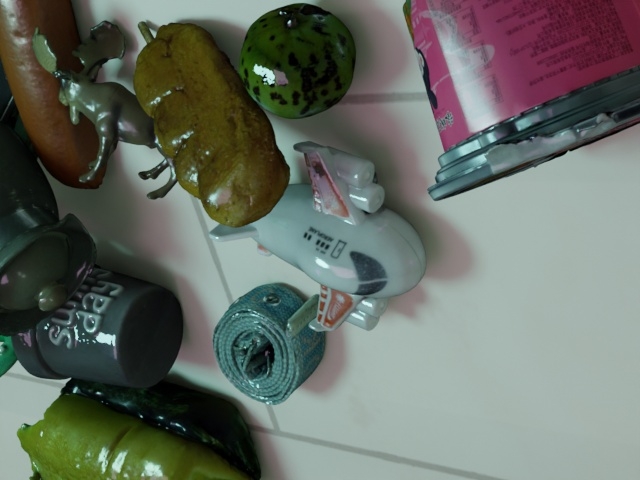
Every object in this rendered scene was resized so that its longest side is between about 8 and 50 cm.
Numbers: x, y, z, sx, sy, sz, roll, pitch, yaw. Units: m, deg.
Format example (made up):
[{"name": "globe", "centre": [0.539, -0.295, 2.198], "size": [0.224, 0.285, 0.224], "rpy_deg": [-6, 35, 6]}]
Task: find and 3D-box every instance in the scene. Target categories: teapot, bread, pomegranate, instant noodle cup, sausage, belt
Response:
[{"name": "teapot", "centre": [-0.451, 0.019, 1.439], "size": [0.285, 0.305, 0.223], "rpy_deg": [41, 161, 24]}, {"name": "bread", "centre": [-0.268, 0.333, 1.665], "size": [0.376, 0.208, 0.251], "rpy_deg": [9, 129, 34]}, {"name": "pomegranate", "centre": [-0.024, -0.174, 1.139], "size": [0.122, 0.122, 0.161], "rpy_deg": [38, 161, 15]}, {"name": "instant noodle cup", "centre": [0.177, -0.160, 0.881], "size": [0.302, 0.258, 0.182], "rpy_deg": [151, 98, -77]}, {"name": "sausage", "centre": [-0.351, -0.210, 1.417], "size": [0.097, 0.094, 0.349], "rpy_deg": [20, 131, 34]}, {"name": "bread", "centre": [-0.132, -0.146, 1.221], "size": [0.084, 0.124, 0.344], "rpy_deg": [38, -165, -50]}, {"name": "belt", "centre": [-0.070, 0.135, 1.422], "size": [0.147, 0.082, 0.163], "rpy_deg": [16, 129, 29]}]

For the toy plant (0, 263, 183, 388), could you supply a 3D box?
[{"name": "toy plant", "centre": [-0.400, 0.095, 1.613], "size": [0.400, 0.185, 0.280], "rpy_deg": [9, 103, 28]}]

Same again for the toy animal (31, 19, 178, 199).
[{"name": "toy animal", "centre": [-0.254, -0.165, 1.350], "size": [0.214, 0.094, 0.186], "rpy_deg": [14, 113, 1]}]

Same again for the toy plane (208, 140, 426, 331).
[{"name": "toy plane", "centre": [0.003, -0.002, 1.232], "size": [0.252, 0.118, 0.252], "rpy_deg": [22, 133, 26]}]

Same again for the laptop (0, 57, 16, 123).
[{"name": "laptop", "centre": [-0.477, -0.221, 1.546], "size": [0.207, 0.026, 0.154], "rpy_deg": [-42, 69, 50]}]

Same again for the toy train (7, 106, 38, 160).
[{"name": "toy train", "centre": [-0.416, -0.165, 1.553], "size": [0.071, 0.038, 0.148], "rpy_deg": [43, 138, 6]}]
